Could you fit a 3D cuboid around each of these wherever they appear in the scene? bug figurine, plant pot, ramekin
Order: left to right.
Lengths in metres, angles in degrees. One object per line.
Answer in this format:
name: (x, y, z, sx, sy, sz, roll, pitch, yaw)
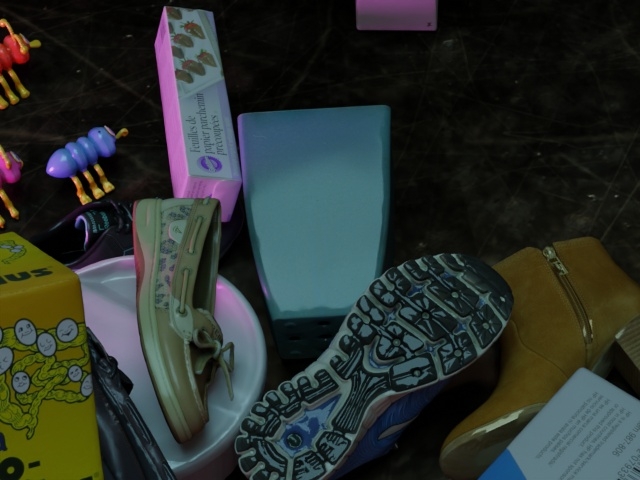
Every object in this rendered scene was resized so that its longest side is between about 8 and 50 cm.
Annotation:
bug figurine: (-0.372, -0.134, 1.996, 0.216, 0.072, 0.279, -35, 60, -18)
ramekin: (-0.184, 0.157, 1.743, 0.273, 0.127, 0.272, -2, 55, 3)
plant pot: (0.000, 0.000, 1.822, 0.166, 0.165, 0.234, -3, 61, 3)

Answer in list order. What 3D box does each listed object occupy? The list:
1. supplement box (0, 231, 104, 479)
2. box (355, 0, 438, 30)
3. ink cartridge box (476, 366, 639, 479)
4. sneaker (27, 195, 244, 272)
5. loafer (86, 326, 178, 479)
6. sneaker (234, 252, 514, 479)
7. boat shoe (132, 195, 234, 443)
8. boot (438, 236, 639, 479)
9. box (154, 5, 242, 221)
supplement box: (-0.312, 0.196, 1.494, 0.194, 0.356, 0.195, -12, 17, -26)
box: (0.094, -0.319, 2.068, 0.101, 0.102, 0.087, 1, 57, 4)
ink cartridge box: (0.315, 0.338, 1.521, 0.395, 0.166, 0.285, 31, 49, 24)
sneaker: (-0.208, 0.002, 1.868, 0.267, 0.106, 0.101, -24, 54, -14)
loafer: (-0.207, 0.174, 1.608, 0.095, 0.109, 0.302, -12, 59, -27)
sneaker: (0.054, 0.138, 1.711, 0.330, 0.147, 0.130, -38, 75, -8)
boat shoe: (-0.130, 0.066, 1.661, 0.089, 0.104, 0.285, -10, 54, 0)
boot: (0.212, 0.116, 1.768, 0.295, 0.104, 0.211, -22, 50, -15)
box: (-0.144, -0.152, 1.949, 0.063, 0.067, 0.324, 5, 40, -16)
